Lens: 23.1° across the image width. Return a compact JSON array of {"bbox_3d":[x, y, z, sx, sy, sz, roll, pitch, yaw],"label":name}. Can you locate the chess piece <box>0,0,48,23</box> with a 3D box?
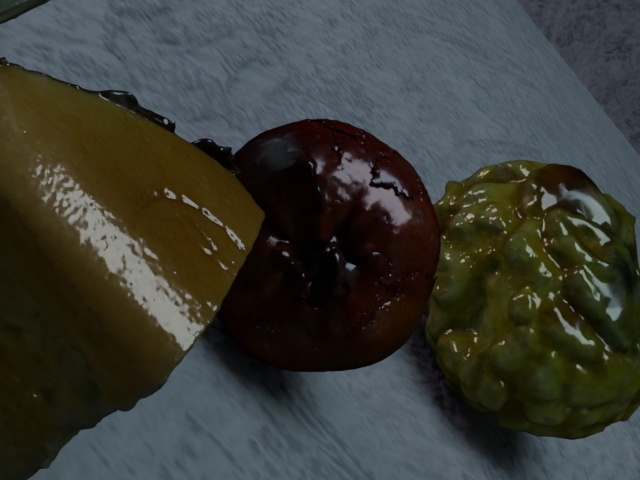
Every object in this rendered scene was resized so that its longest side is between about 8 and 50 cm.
[{"bbox_3d":[-0.170,-0.174,0.724,0.182,0.182,0.330,50,0,-7],"label":"chess piece"}]

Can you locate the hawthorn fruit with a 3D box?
[{"bbox_3d":[0.000,0.000,0.919,0.148,0.148,0.172,50,7,-7],"label":"hawthorn fruit"}]

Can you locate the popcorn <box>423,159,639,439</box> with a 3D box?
[{"bbox_3d":[0.162,0.047,1.155,0.189,0.169,0.218,16,50,-49],"label":"popcorn"}]

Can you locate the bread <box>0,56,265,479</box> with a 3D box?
[{"bbox_3d":[-0.114,-0.002,0.674,0.169,0.140,0.160,53,25,4],"label":"bread"}]
